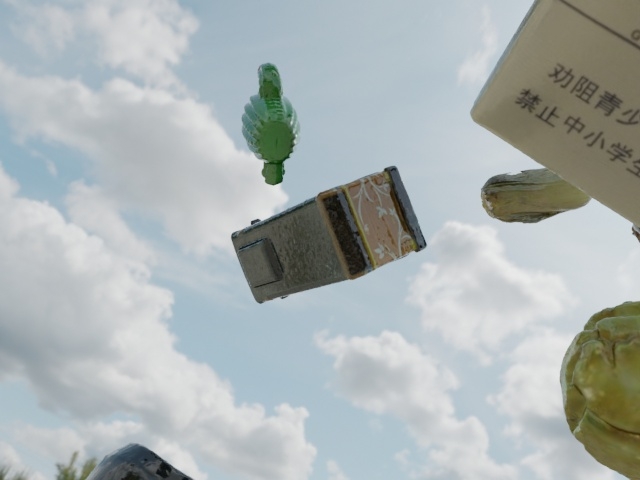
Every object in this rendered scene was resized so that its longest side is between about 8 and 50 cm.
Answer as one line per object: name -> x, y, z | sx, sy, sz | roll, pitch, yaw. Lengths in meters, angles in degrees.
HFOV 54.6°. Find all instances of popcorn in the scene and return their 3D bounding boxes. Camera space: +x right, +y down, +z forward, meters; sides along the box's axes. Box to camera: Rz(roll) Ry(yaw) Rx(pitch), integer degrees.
popcorn -> 0.373, 0.171, 0.686 | 0.204, 0.183, 0.221 | -24, -67, 20

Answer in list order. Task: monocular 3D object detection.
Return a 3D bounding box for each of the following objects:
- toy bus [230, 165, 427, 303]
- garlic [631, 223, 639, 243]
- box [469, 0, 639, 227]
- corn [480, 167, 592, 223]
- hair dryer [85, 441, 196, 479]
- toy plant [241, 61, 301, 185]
toy bus -> 0.000, 0.000, 1.086 | 0.323, 0.194, 0.161 | -20, -87, 52
garlic -> 0.629, -0.029, 1.054 | 0.245, 0.244, 0.160 | 30, -43, -10
box -> 0.207, -0.127, 0.310 | 0.168, 0.071, 0.259 | 36, -40, 9
corn -> 0.576, -0.126, 1.663 | 0.306, 0.122, 0.123 | -10, -51, -6
hair dryer -> -0.247, 0.199, 0.457 | 0.352, 0.189, 0.107 | 16, -36, 31
toy plant -> -0.080, -0.198, 0.972 | 0.088, 0.240, 0.154 | -3, -41, -8
